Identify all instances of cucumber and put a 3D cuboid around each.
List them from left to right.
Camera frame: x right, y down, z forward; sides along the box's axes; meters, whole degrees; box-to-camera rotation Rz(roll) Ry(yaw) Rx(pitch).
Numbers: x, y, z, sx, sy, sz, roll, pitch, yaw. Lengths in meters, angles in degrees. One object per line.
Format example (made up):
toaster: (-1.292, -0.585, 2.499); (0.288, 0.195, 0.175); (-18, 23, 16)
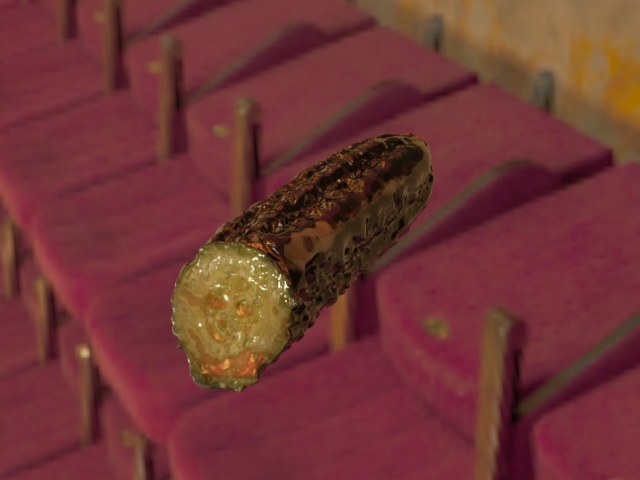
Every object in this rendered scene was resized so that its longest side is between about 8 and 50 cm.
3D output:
cucumber: (-0.001, 0.000, 0.960); (0.265, 0.077, 0.077); (-38, -45, -60)
